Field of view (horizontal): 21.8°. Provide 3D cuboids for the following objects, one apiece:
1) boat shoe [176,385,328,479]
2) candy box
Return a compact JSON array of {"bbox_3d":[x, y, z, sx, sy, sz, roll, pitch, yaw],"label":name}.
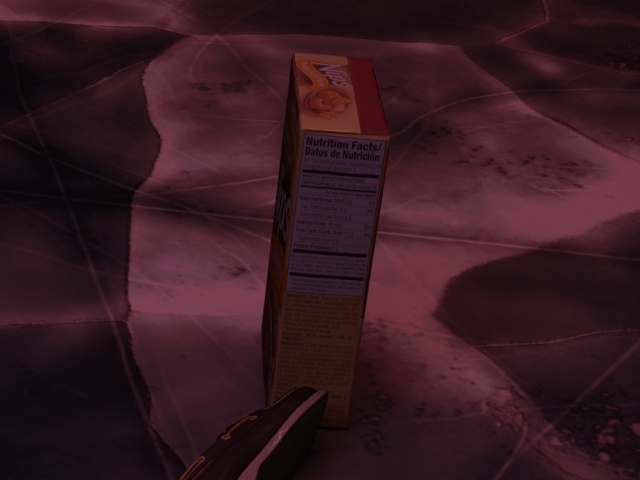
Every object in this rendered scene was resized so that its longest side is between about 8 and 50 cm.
[{"bbox_3d":[-0.065,0.191,1.479,0.069,0.081,0.228,21,34,18],"label":"boat shoe"},{"bbox_3d":[0.000,0.000,1.600,0.087,0.316,0.183,3,28,-6],"label":"candy box"}]
